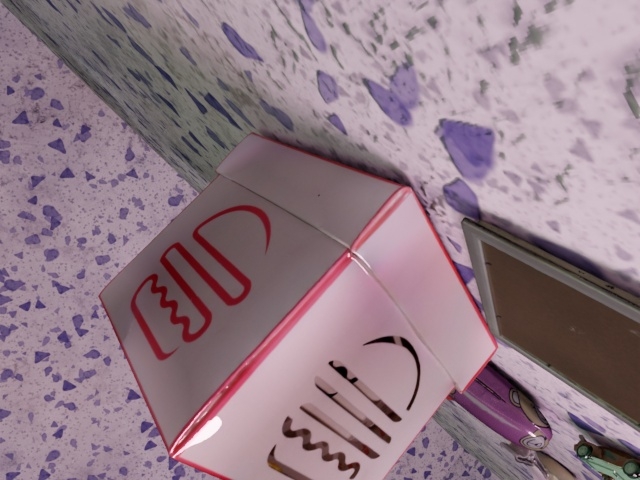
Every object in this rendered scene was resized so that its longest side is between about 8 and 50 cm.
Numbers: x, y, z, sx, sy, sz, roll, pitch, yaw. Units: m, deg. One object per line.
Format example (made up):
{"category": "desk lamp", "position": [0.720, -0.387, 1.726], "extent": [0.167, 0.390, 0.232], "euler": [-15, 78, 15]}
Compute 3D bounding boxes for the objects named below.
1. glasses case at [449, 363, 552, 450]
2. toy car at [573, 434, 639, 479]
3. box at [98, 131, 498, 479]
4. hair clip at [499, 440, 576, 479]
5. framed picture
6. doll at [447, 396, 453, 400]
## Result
{"category": "glasses case", "position": [0.220, 0.211, 0.740], "extent": [0.316, 0.076, 0.123], "euler": [37, 168, 28]}
{"category": "toy car", "position": [0.371, 0.280, 0.561], "extent": [0.059, 0.035, 0.122], "euler": [44, 162, -6]}
{"category": "box", "position": [-0.028, 0.098, 0.569], "extent": [0.312, 0.300, 0.314], "euler": [30, 164, 49]}
{"category": "hair clip", "position": [0.456, 0.476, 0.970], "extent": [0.218, 0.071, 0.159], "euler": [51, 171, -16]}
{"category": "framed picture", "position": [0.247, 0.104, 0.346], "extent": [0.296, 0.019, 0.232], "euler": [36, 168, 39]}
{"category": "doll", "position": [0.246, 0.258, 0.838], "extent": [0.227, 0.075, 0.102], "euler": [25, 148, 30]}
